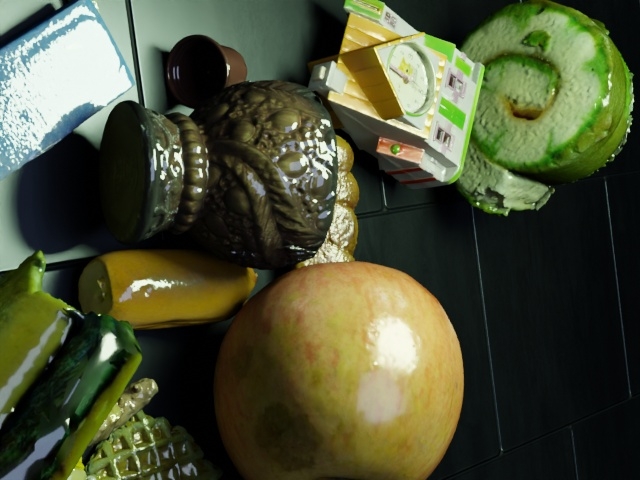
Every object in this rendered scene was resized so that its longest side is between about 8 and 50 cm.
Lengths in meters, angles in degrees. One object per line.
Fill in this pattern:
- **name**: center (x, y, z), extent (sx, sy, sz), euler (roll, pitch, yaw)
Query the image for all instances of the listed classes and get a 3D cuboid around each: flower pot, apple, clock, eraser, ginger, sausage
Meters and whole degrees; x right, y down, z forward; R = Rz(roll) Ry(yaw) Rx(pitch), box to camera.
- **flower pot**: center (-0.149, -0.091, 1.615), extent (0.267, 0.267, 0.266), euler (0, 86, -27)
- **apple**: center (0.028, 0.217, 1.684), extent (0.364, 0.364, 0.363), euler (5, 83, -46)
- **clock**: center (0.118, -0.255, 1.970), extent (0.310, 0.166, 0.235), euler (30, 66, -39)
- **eraser**: center (-0.383, -0.186, 1.519), extent (0.312, 0.043, 0.144), euler (-42, 117, -34)
- **ginger**: center (-0.284, 0.232, 1.565), extent (0.051, 0.069, 0.173), euler (39, 28, 8)
- **flower pot**: center (-0.159, -0.247, 1.739), extent (0.089, 0.111, 0.111), euler (-11, 94, -60)
- **sausage**: center (-0.191, 0.067, 1.673), extent (0.328, 0.112, 0.112), euler (-1, 87, -48)

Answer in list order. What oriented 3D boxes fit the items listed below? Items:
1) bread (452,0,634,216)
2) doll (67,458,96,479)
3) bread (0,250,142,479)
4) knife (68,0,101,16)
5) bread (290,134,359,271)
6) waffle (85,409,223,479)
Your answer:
- **bread**: center (0.361, -0.227, 2.076), extent (0.129, 0.366, 0.381), euler (11, 95, -47)
- **doll**: center (-0.349, 0.345, 1.508), extent (0.106, 0.062, 0.162), euler (13, 74, -15)
- **bread**: center (-0.376, 0.208, 1.373), extent (0.208, 0.251, 0.376), euler (34, 60, -14)
- **knife**: center (-0.326, -0.338, 1.619), extent (0.044, 0.023, 0.162), euler (-17, 99, -40)
- **bread**: center (0.001, 0.000, 1.889), extent (0.124, 0.084, 0.343), euler (2, 85, -24)
- **waffle**: center (-0.238, 0.348, 1.629), extent (0.208, 0.054, 0.214), euler (48, 51, -30)
